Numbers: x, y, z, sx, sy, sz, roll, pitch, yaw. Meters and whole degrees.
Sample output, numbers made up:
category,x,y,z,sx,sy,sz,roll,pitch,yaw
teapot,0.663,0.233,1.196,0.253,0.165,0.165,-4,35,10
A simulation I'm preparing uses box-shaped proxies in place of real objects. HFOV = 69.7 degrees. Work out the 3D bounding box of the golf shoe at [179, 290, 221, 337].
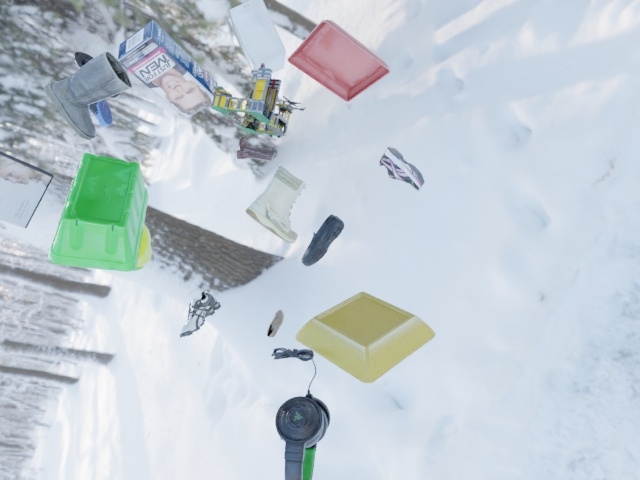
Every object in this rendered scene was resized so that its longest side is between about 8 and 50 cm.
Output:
category,x,y,z,sx,sy,sz,roll,pitch,yaw
golf shoe,-0.439,0.256,1.604,0.077,0.094,0.198,-21,19,34

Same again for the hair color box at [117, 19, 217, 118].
category,x,y,z,sx,sy,sz,roll,pitch,yaw
hair color box,-0.569,-0.637,1.750,0.174,0.347,0.105,-22,57,22

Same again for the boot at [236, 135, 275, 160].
category,x,y,z,sx,sy,sz,roll,pitch,yaw
boot,-0.193,-0.281,1.408,0.037,0.114,0.106,89,-179,-51

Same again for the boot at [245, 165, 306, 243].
category,x,y,z,sx,sy,sz,roll,pitch,yaw
boot,-0.092,-0.093,1.258,0.077,0.213,0.165,32,86,36

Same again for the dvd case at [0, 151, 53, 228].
category,x,y,z,sx,sy,sz,roll,pitch,yaw
dvd case,-0.918,-0.162,1.284,0.022,0.253,0.180,28,90,54

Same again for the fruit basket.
category,x,y,z,sx,sy,sz,roll,pitch,yaw
fruit basket,-0.689,-0.041,1.498,0.392,0.283,0.392,-171,90,-70

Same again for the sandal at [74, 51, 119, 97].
category,x,y,z,sx,sy,sz,roll,pitch,yaw
sandal,-0.713,-0.541,1.479,0.040,0.179,0.067,-35,9,48

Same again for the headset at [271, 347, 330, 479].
category,x,y,z,sx,sy,sz,roll,pitch,yaw
headset,-0.073,0.511,1.315,0.243,0.185,0.394,65,-151,-71

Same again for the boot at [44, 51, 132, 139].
category,x,y,z,sx,sy,sz,roll,pitch,yaw
boot,-0.600,-0.384,1.239,0.208,0.190,0.076,-21,45,6

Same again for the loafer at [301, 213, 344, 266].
category,x,y,z,sx,sy,sz,roll,pitch,yaw
loafer,0.000,0.000,1.740,0.078,0.076,0.223,39,92,37

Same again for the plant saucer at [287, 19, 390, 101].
category,x,y,z,sx,sy,sz,roll,pitch,yaw
plant saucer,0.058,-0.572,1.461,0.259,0.258,0.048,-12,54,62

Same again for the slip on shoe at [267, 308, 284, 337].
category,x,y,z,sx,sy,sz,roll,pitch,yaw
slip on shoe,-0.201,0.369,2.037,0.051,0.041,0.135,33,105,30

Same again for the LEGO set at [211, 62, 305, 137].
category,x,y,z,sx,sy,sz,roll,pitch,yaw
LEGO set,-0.234,-0.529,1.711,0.255,0.331,0.192,11,86,29

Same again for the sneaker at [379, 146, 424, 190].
category,x,y,z,sx,sy,sz,roll,pitch,yaw
sneaker,0.269,-0.228,1.537,0.178,0.072,0.077,51,127,14

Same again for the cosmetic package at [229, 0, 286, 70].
category,x,y,z,sx,sy,sz,roll,pitch,yaw
cosmetic package,-0.246,-0.790,1.820,0.138,0.225,0.224,-28,7,-4

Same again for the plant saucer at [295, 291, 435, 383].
category,x,y,z,sx,sy,sz,roll,pitch,yaw
plant saucer,0.140,0.275,1.464,0.333,0.332,0.081,21,124,44

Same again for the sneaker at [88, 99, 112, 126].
category,x,y,z,sx,sy,sz,roll,pitch,yaw
sneaker,-0.929,-0.552,1.881,0.090,0.081,0.232,-27,73,11
